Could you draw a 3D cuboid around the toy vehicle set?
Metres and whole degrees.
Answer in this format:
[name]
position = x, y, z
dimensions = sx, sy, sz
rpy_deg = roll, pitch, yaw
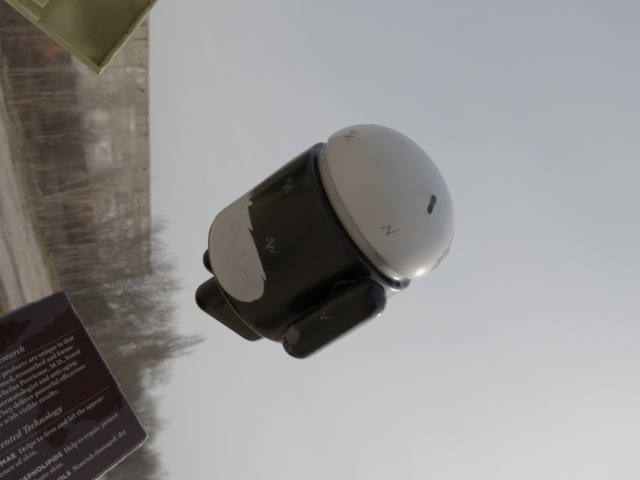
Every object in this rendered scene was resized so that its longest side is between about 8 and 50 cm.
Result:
[toy vehicle set]
position = -0.317, -0.345, 0.649
dimensions = 0.267, 0.166, 0.035
rpy_deg = 41, -4, -42

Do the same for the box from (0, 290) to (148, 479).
[box]
position = -0.342, 0.197, 0.629
dimensions = 0.169, 0.167, 0.203
rpy_deg = -28, -87, 37

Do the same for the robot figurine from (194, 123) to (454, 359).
[robot figurine]
position = 0.001, 0.003, 0.583
dimensions = 0.278, 0.174, 0.209
rpy_deg = -32, -106, 24
